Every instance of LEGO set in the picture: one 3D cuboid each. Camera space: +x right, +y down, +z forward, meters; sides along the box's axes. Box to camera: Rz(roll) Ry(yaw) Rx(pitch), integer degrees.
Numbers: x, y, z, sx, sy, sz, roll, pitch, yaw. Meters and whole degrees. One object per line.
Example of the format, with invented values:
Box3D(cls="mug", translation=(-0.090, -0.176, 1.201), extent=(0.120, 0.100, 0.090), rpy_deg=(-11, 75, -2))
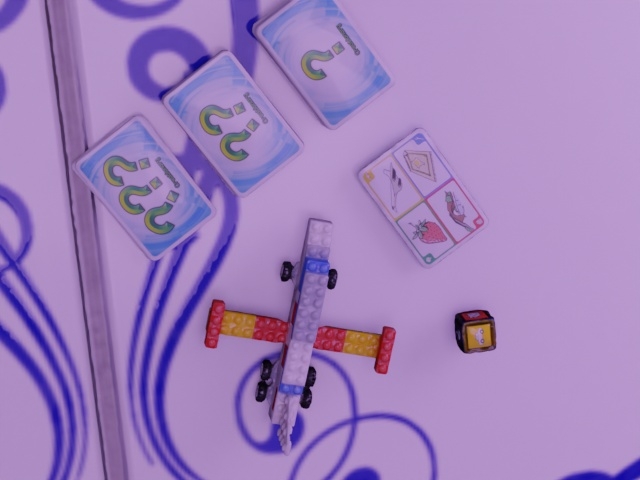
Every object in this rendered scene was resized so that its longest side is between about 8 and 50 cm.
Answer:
Box3D(cls="LEGO set", translation=(0.000, 0.000, 0.975), extent=(0.182, 0.060, 0.244), rpy_deg=(-36, 107, 1))
